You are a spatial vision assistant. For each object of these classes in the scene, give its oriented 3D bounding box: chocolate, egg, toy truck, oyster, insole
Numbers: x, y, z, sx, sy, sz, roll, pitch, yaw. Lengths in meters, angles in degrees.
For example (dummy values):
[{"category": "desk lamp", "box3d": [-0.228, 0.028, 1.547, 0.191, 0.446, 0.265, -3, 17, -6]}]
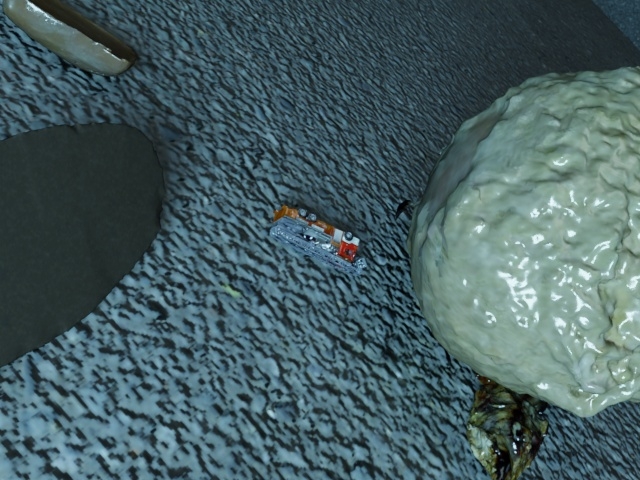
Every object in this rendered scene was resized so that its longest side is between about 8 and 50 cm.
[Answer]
[{"category": "chocolate", "box3d": [-0.184, -0.150, 0.521, 0.101, 0.031, 0.064, 30, 20, -27]}, {"category": "egg", "box3d": [0.206, -0.004, 0.579, 0.279, 0.279, 0.310, 45, 51, -2]}, {"category": "toy truck", "box3d": [0.000, 0.000, 0.563, 0.083, 0.024, 0.032, 25, 62, -23]}, {"category": "oyster", "box3d": [0.153, 0.149, 0.565, 0.086, 0.029, 0.132, 32, 34, -18]}, {"category": "insole", "box3d": [-0.167, 0.026, 0.326, 0.328, 0.007, 0.111, -51, 138, -52]}]
